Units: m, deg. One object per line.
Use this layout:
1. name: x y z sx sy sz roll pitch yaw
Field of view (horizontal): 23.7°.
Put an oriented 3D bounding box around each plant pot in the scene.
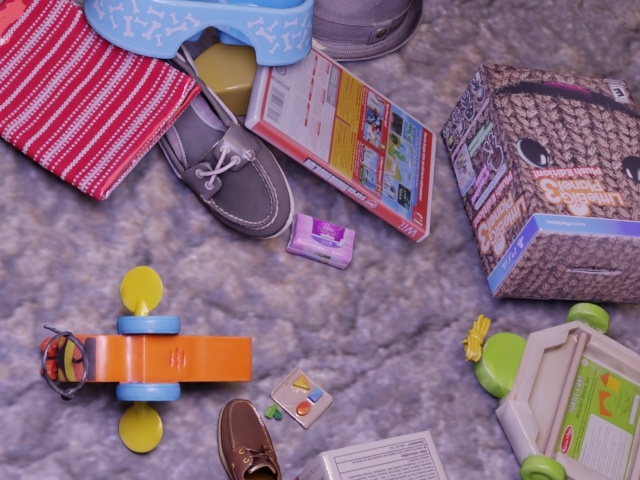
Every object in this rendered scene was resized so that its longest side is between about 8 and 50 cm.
1. plant pot: -0.124 -0.208 1.973 0.083 0.081 0.081 -16 68 -18

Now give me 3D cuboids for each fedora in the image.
1. fedora: 0.039 -0.379 2.118 0.275 0.124 0.244 -11 66 -29

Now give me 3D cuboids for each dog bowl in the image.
1. dog bowl: -0.141 -0.298 1.889 0.297 0.074 0.166 2 40 -24

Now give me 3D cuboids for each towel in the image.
1. towel: -0.308 -0.188 1.833 0.275 0.031 0.199 33 71 16

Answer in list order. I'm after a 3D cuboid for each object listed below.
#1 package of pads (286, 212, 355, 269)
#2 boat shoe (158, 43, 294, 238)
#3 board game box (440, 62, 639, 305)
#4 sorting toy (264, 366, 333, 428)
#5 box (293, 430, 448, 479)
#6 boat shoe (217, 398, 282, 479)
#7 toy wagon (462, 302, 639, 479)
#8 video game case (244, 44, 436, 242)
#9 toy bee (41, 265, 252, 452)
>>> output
1. package of pads: 0.000 0.000 1.931 0.083 0.032 0.050 17 57 -14
2. boat shoe: -0.159 -0.136 1.877 0.335 0.112 0.095 54 18 20
3. board game box: 0.320 -0.074 2.026 0.232 0.141 0.291 3 51 -23
4. sorting toy: -0.029 0.194 1.813 0.062 0.012 0.083 43 53 4
5. box: 0.076 0.349 1.697 0.148 0.127 0.232 -7 65 -28
6. boat shoe: -0.072 0.258 1.726 0.064 0.060 0.178 -1 62 -25
7. toy wagon: 0.325 0.206 1.934 0.344 0.068 0.267 29 53 -6
8. video game case: 0.033 -0.142 1.966 0.285 0.025 0.204 33 40 -22
9. toy bee: -0.226 0.120 1.695 0.298 0.162 0.195 34 63 -42
